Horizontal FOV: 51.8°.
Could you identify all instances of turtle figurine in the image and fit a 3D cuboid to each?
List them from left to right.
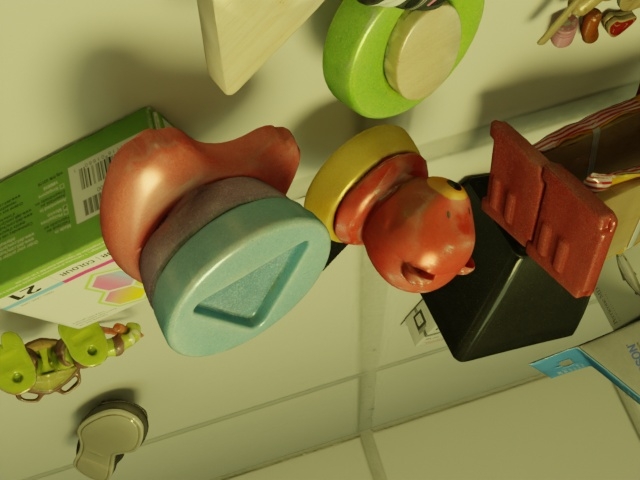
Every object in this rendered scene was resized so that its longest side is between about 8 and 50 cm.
[{"bbox_3d":[-0.316,0.133,0.717,0.269,0.087,0.217,-2,170,-25],"label":"turtle figurine"}]

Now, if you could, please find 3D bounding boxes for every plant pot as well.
[{"bbox_3d":[0.238,0.016,0.832,0.188,0.187,0.167,-8,143,-21],"label":"plant pot"}]

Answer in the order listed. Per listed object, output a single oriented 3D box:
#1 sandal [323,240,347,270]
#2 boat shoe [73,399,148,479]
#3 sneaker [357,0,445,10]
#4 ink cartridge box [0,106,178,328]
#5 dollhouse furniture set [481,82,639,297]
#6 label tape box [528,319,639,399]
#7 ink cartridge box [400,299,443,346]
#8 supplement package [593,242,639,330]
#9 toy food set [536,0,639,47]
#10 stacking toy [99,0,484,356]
[{"bbox_3d":[0.000,0.000,0.795,0.179,0.040,0.067,-42,156,15],"label":"sandal"},{"bbox_3d":[-0.386,0.349,1.224,0.112,0.096,0.335,28,137,-10],"label":"boat shoe"},{"bbox_3d":[0.081,-0.203,0.350,0.077,0.072,0.178,-4,140,-52],"label":"sneaker"},{"bbox_3d":[-0.158,0.009,0.618,0.188,0.097,0.255,-24,155,12],"label":"ink cartridge box"},{"bbox_3d":[0.274,-0.148,0.534,0.201,0.152,0.374,-22,139,-16],"label":"dollhouse furniture set"},{"bbox_3d":[0.488,0.166,0.927,0.333,0.106,0.240,-28,154,17],"label":"label tape box"},{"bbox_3d":[0.229,0.144,1.232,0.104,0.060,0.180,-11,155,-18],"label":"ink cartridge box"},{"bbox_3d":[0.471,0.036,0.900,0.105,0.105,0.179,-8,152,-25],"label":"supplement package"},{"bbox_3d":[0.234,-0.193,0.560,0.122,0.019,0.078,-13,155,-35],"label":"toy food set"},{"bbox_3d":[0.023,-0.046,0.460,0.309,0.130,0.280,-19,146,-38],"label":"stacking toy"}]
